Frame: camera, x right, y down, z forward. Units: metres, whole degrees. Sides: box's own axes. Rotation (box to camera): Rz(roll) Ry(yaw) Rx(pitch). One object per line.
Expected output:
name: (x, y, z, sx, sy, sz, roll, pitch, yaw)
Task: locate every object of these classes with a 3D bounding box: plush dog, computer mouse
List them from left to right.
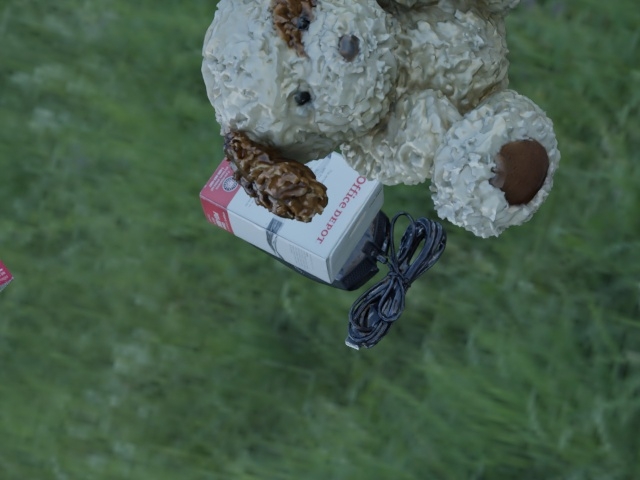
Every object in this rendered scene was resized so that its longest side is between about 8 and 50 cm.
computer mouse: (0.000, 0.000, 1.932, 0.188, 0.272, 0.072, -56, -6, -16)
plush dog: (0.025, -0.129, 1.104, 0.210, 0.225, 0.262, 175, 94, -68)

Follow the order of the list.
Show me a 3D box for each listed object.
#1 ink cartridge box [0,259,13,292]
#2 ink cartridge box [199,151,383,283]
ink cartridge box: (-0.402, 0.011, 1.618, 0.063, 0.150, 0.109, -34, -2, -41)
ink cartridge box: (-0.024, -0.037, 1.398, 0.099, 0.135, 0.056, -56, -18, -21)
